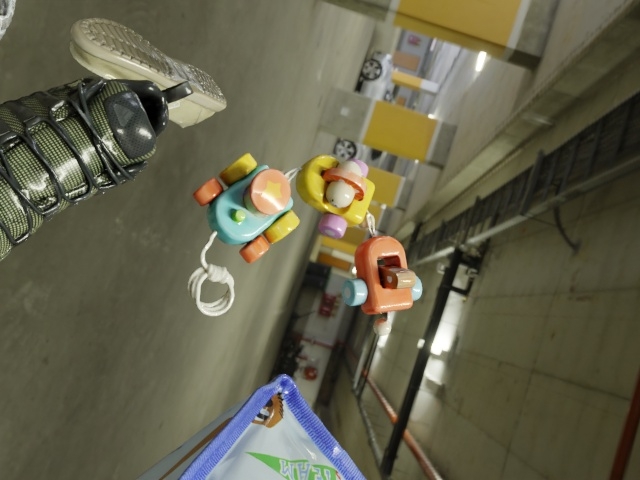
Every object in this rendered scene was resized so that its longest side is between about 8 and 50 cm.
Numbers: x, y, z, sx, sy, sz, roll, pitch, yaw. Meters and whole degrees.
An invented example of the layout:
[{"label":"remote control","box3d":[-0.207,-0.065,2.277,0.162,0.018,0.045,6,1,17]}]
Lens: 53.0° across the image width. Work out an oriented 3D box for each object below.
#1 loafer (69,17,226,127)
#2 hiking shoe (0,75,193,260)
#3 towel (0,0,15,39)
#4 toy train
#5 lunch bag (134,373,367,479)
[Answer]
[{"label":"loafer","box3d":[-0.242,-0.217,0.901,0.092,0.102,0.268,-43,151,18]},{"label":"hiking shoe","box3d":[-0.159,-0.054,0.369,0.086,0.114,0.227,60,25,-21]},{"label":"towel","box3d":[-0.384,-0.253,0.665,0.235,0.121,0.283,-33,-127,37]},{"label":"toy train","box3d":[0.000,0.000,0.417,0.046,0.166,0.125,-22,-111,59]},{"label":"lunch bag","box3d":[-0.128,0.317,0.384,0.328,0.239,0.385,-46,175,23]}]
